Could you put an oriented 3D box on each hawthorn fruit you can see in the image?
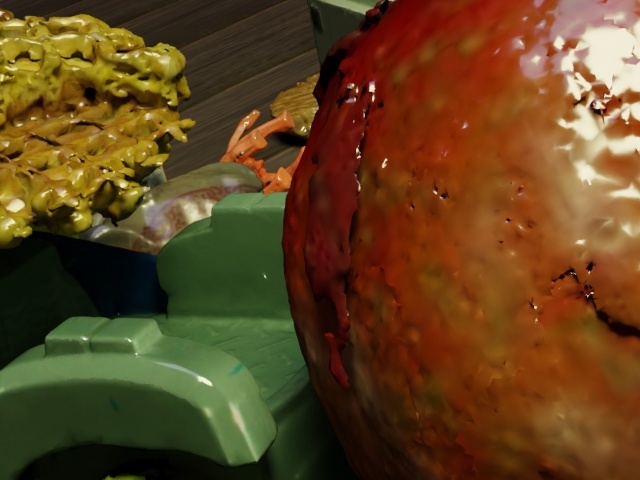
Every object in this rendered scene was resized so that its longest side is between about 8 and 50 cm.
[{"bbox_3d":[0.140,0.018,0.629,0.316,0.316,0.316,-10,20,4],"label":"hawthorn fruit"}]

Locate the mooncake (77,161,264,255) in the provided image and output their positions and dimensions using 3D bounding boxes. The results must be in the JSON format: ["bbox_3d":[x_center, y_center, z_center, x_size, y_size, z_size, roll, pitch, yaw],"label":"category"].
[{"bbox_3d":[-0.075,0.024,0.959,0.130,0.125,0.073,-28,30,-31],"label":"mooncake"}]

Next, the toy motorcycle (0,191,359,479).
[{"bbox_3d":[-0.128,0.065,0.779,0.326,0.200,0.191,1,24,28],"label":"toy motorcycle"}]

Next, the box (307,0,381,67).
[{"bbox_3d":[0.098,-0.037,0.881,0.117,0.225,0.225,-18,20,-18],"label":"box"}]

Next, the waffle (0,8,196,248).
[{"bbox_3d":[-0.157,-0.057,0.752,0.197,0.070,0.193,4,26,9],"label":"waffle"}]

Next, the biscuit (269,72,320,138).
[{"bbox_3d":[0.048,-0.137,1.460,0.224,0.033,0.144,-20,19,-23],"label":"biscuit"}]

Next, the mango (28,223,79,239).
[{"bbox_3d":[-0.231,0.050,0.936,0.233,0.125,0.111,-31,23,21],"label":"mango"}]

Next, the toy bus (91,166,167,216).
[{"bbox_3d":[-0.184,0.024,1.100,0.074,0.081,0.226,-2,25,38],"label":"toy bus"}]

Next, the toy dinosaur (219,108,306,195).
[{"bbox_3d":[-0.054,-0.056,1.260,0.101,0.055,0.279,-35,14,22],"label":"toy dinosaur"}]
